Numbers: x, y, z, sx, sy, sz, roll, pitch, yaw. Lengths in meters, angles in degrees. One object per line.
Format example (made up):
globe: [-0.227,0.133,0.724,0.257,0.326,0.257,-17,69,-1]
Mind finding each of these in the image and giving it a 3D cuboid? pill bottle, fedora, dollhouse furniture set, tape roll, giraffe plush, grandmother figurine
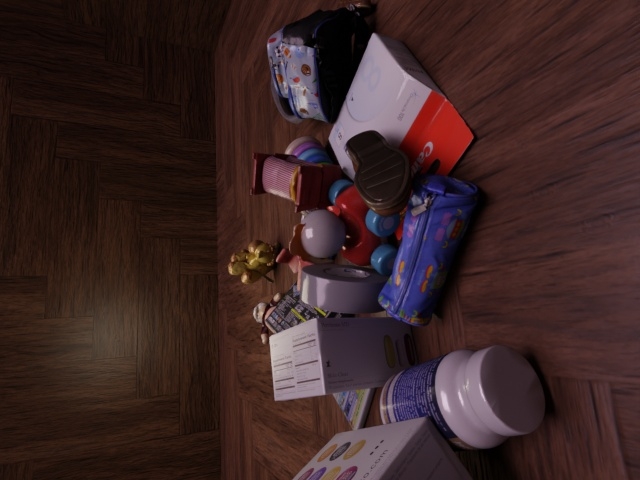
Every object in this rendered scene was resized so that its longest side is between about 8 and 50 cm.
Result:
pill bottle: [0.228,0.273,0.696,0.265,0.153,0.153,129,136,-53]
fedora: [-0.054,-0.520,1.372,0.275,0.124,0.244,55,139,40]
dollhouse furniture set: [-0.076,-0.042,1.125,0.201,0.152,0.374,21,113,41]
tape roll: [0.060,0.111,0.982,0.219,0.219,0.072,-164,77,-64]
giraffe plush: [-0.260,0.074,1.709,0.181,0.210,0.170,-81,16,-52]
grandmother figurine: [-0.190,0.313,1.645,0.208,0.104,0.342,-63,20,-11]

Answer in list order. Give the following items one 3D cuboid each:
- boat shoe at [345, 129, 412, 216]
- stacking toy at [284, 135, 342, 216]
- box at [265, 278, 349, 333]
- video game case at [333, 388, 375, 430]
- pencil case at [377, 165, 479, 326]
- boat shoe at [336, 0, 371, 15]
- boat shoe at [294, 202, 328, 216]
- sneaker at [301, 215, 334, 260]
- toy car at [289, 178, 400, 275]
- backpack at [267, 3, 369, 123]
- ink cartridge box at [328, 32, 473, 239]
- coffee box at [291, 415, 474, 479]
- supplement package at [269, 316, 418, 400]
boat shoe: [0.129,-0.126,0.832,0.307,0.110,0.104,-93,-20,-55]
stacking toy: [0.010,-0.186,1.231,0.330,0.141,0.141,54,135,44]
box: [-0.040,0.221,1.234,0.216,0.060,0.270,-51,28,-9]
video game case: [0.087,0.383,1.135,0.193,0.023,0.212,-134,52,-57]
pencil case: [0.202,0.019,0.798,0.119,0.133,0.306,29,118,34]
boat shoe: [0.090,-0.664,1.151,0.178,0.064,0.060,-135,50,-60]
boat shoe: [0.006,-0.068,1.225,0.073,0.080,0.223,-44,68,8]
sneaker: [0.000,0.000,1.293,0.121,0.079,0.217,12,107,61]
toy car: [0.034,-0.007,0.973,0.219,0.238,0.210,44,151,53]
backpack: [-0.010,-0.459,1.102,0.213,0.276,0.263,13,134,30]
ink cartridge box: [0.155,-0.242,0.960,0.308,0.091,0.385,118,145,-43]
coffee box: [0.084,0.545,0.641,0.338,0.337,0.334,53,144,8]
supplement package: [0.052,0.261,0.913,0.204,0.261,0.145,-33,59,49]
